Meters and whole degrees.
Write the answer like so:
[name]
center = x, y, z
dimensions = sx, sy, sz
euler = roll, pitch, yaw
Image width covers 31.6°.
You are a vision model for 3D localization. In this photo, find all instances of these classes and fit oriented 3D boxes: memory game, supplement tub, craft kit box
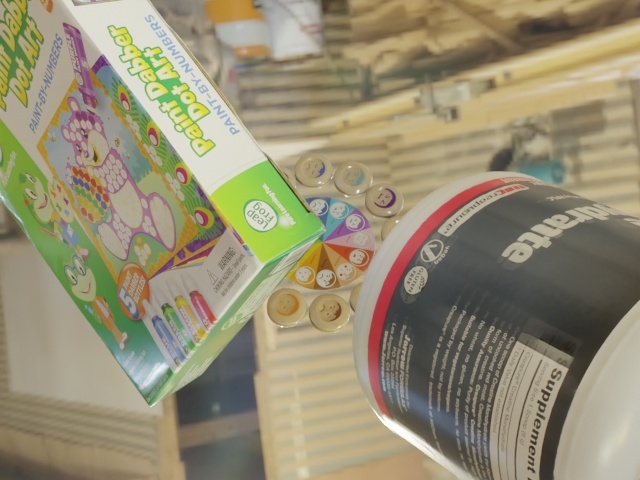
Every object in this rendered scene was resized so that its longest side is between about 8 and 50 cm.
[memory game]
center = 0.000, 0.000, 1.044
dimensions = 0.186, 0.186, 0.012
euler = -7, 152, -6
[supplement tub]
center = 0.163, 0.081, 0.648
dimensions = 0.191, 0.191, 0.272
euler = -6, -159, -33
[craft kit box]
center = -0.131, -0.040, 0.728
dimensions = 0.061, 0.246, 0.250
euler = -29, 168, -33
